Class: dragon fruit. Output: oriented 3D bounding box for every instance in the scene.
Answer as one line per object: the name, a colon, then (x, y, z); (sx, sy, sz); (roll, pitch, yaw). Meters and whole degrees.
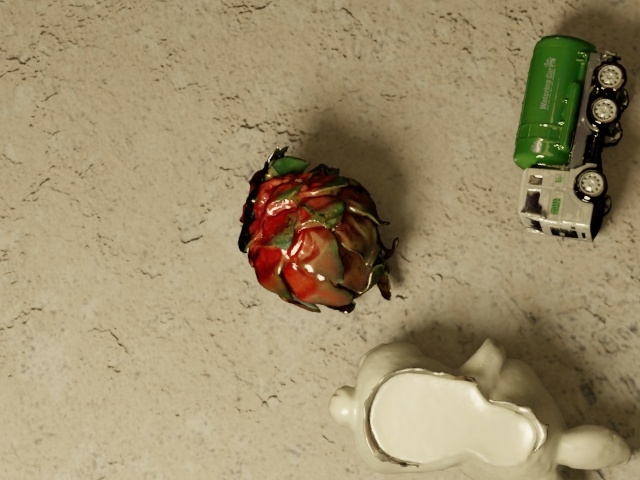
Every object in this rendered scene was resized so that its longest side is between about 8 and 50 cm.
dragon fruit: (-0.007, -0.005, 1.771); (0.188, 0.182, 0.182); (38, 87, 31)

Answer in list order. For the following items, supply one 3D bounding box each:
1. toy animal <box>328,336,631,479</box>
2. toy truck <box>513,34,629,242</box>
toy animal: (0.180, 0.224, 1.712); (0.325, 0.154, 0.208); (35, 98, 4)
toy truck: (0.296, -0.125, 1.782); (0.125, 0.101, 0.243); (8, 79, 14)
